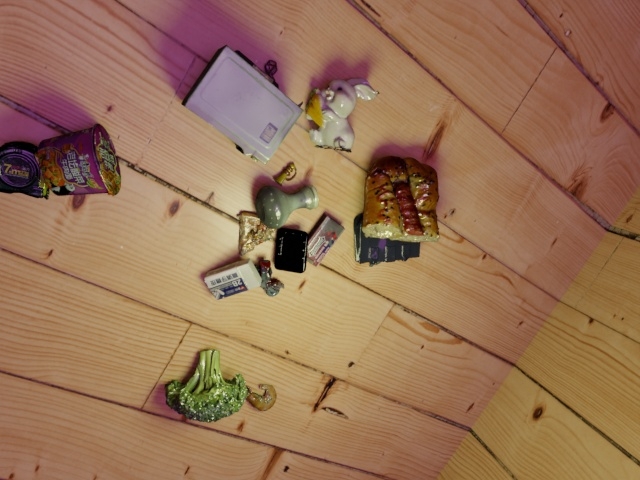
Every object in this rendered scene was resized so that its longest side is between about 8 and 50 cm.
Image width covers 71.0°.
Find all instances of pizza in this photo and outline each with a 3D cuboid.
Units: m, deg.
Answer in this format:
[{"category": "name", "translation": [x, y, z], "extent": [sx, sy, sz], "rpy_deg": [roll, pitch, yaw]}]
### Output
[{"category": "pizza", "translation": [-0.298, -0.017, 1.924], "extent": [0.185, 0.052, 0.195], "rpy_deg": [25, 98, -23]}]

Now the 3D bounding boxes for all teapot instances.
[{"category": "teapot", "translation": [-0.140, -0.156, 1.877], "extent": [0.251, 0.183, 0.183], "rpy_deg": [-18, 114, -27]}]

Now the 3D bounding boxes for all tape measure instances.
[{"category": "tape measure", "translation": [-1.025, -0.248, 1.544], "extent": [0.199, 0.112, 0.186], "rpy_deg": [9, 112, -28]}]

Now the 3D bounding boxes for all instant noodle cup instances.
[{"category": "instant noodle cup", "translation": [-0.829, -0.264, 1.548], "extent": [0.190, 0.251, 0.251], "rpy_deg": [-11, 112, -7]}]

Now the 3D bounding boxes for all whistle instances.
[{"category": "whistle", "translation": [-0.139, -0.276, 1.897], "extent": [0.109, 0.046, 0.057], "rpy_deg": [-44, 102, -8]}]

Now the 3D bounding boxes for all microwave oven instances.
[{"category": "microwave oven", "translation": [-0.292, -0.497, 1.666], "extent": [0.355, 0.218, 0.286], "rpy_deg": [33, 93, -26]}]

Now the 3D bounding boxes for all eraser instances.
[{"category": "eraser", "translation": [-0.371, 0.165, 1.908], "extent": [0.210, 0.068, 0.124], "rpy_deg": [-19, 112, 13]}]

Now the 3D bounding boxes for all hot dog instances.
[{"category": "hot dog", "translation": [0.362, -0.194, 1.973], "extent": [0.367, 0.196, 0.365], "rpy_deg": [6, 75, -19]}]

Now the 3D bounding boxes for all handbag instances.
[{"category": "handbag", "translation": [0.313, 0.000, 2.118], "extent": [0.325, 0.118, 0.269], "rpy_deg": [-4, 103, -17]}]

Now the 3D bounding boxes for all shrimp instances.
[{"category": "shrimp", "translation": [-0.292, 0.760, 2.203], "extent": [0.187, 0.051, 0.132], "rpy_deg": [46, 70, -32]}]

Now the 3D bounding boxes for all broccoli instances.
[{"category": "broccoli", "translation": [-0.501, 0.668, 2.006], "extent": [0.375, 0.302, 0.249], "rpy_deg": [-6, 136, 10]}]

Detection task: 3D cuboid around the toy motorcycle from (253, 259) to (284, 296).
[{"category": "toy motorcycle", "translation": [-0.237, 0.161, 1.993], "extent": [0.122, 0.082, 0.213], "rpy_deg": [-37, 125, 6]}]

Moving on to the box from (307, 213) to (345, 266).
[{"category": "box", "translation": [0.000, 0.000, 2.028], "extent": [0.120, 0.069, 0.224], "rpy_deg": [33, 94, -26]}]

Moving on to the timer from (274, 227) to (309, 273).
[{"category": "timer", "translation": [-0.125, 0.044, 1.969], "extent": [0.144, 0.055, 0.187], "rpy_deg": [9, 98, 17]}]

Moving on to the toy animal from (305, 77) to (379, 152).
[{"category": "toy animal", "translation": [0.080, -0.520, 1.822], "extent": [0.247, 0.183, 0.310], "rpy_deg": [4, 101, -26]}]

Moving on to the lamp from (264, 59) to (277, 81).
[{"category": "lamp", "translation": [-0.193, -0.660, 1.750], "extent": [0.063, 0.031, 0.083], "rpy_deg": [15, 98, -25]}]
